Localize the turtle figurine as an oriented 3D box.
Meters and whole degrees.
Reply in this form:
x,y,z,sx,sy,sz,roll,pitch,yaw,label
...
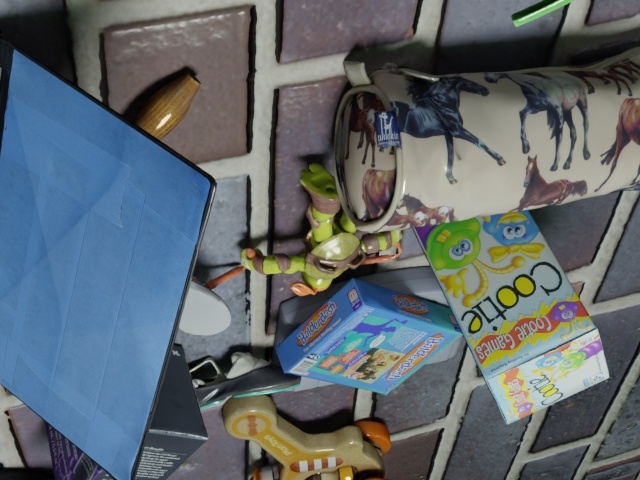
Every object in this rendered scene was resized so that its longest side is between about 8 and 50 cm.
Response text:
x,y,z,sx,sy,sz,roll,pitch,yaw,label
0.000,0.000,1.334,0.270,0.087,0.217,-7,141,-20,turtle figurine

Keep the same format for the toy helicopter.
x,y,z,sx,sy,sz,roll,pitch,yaw,label
-0.047,0.343,1.745,0.235,0.140,0.355,-26,134,21,toy helicopter

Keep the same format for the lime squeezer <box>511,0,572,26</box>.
x,y,z,sx,sy,sz,roll,pitch,yaw,label
0.315,-0.311,1.066,0.110,0.059,0.310,5,137,-32,lime squeezer

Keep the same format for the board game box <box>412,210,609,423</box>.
x,y,z,sx,sy,sz,roll,pitch,yaw,label
0.229,0.061,1.373,0.142,0.275,0.144,-25,144,4,board game box

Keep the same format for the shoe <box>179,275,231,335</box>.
x,y,z,sx,sy,sz,roll,pitch,yaw,label
-0.174,0.046,1.306,0.063,0.081,0.178,-34,139,16,shoe

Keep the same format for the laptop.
x,y,z,sx,sy,sz,roll,pitch,yaw,label
-0.356,0.025,0.992,0.408,0.236,0.382,2,126,-26,laptop

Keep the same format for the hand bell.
x,y,z,sx,sy,sz,roll,pitch,yaw,label
-0.213,-0.081,1.133,0.242,0.126,0.126,-46,139,10,hand bell

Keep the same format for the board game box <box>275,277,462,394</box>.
x,y,z,sx,sy,sz,roll,pitch,yaw,label
0.068,0.135,1.488,0.210,0.047,0.160,20,127,-43,board game box

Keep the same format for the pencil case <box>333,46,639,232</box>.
x,y,z,sx,sy,sz,roll,pitch,yaw,label
0.222,-0.124,1.230,0.410,0.160,0.183,-9,112,-19,pencil case

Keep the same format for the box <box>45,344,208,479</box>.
x,y,z,sx,sy,sz,roll,pitch,yaw,label
-0.262,0.249,1.461,0.108,0.153,0.207,16,128,-40,box

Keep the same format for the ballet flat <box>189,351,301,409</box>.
x,y,z,sx,sy,sz,roll,pitch,yaw,label
-0.130,0.194,1.524,0.203,0.074,0.074,-15,144,6,ballet flat

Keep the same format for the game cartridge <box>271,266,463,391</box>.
x,y,z,sx,sy,sz,roll,pitch,yaw,label
0.080,0.122,1.564,0.294,0.060,0.196,-10,138,-17,game cartridge

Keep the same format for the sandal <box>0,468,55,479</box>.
x,y,z,sx,sy,sz,roll,pitch,yaw,label
-0.465,0.387,1.590,0.446,0.107,0.167,13,134,-21,sandal
